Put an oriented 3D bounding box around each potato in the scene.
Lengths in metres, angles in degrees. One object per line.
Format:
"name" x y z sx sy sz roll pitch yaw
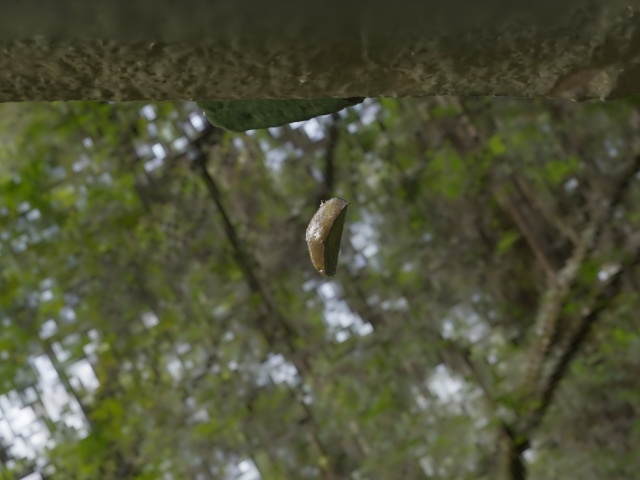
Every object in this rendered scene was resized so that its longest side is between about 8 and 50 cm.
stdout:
"potato" -0.001 -0.001 1.791 0.036 0.037 0.093 -42 -30 -47

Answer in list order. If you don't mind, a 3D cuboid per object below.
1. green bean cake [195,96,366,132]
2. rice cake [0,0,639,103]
"green bean cake" -0.057 -0.215 1.599 0.222 0.227 0.125 -7 48 41
"rice cake" -0.015 -0.071 0.521 0.256 0.052 0.057 -1 -34 -1
